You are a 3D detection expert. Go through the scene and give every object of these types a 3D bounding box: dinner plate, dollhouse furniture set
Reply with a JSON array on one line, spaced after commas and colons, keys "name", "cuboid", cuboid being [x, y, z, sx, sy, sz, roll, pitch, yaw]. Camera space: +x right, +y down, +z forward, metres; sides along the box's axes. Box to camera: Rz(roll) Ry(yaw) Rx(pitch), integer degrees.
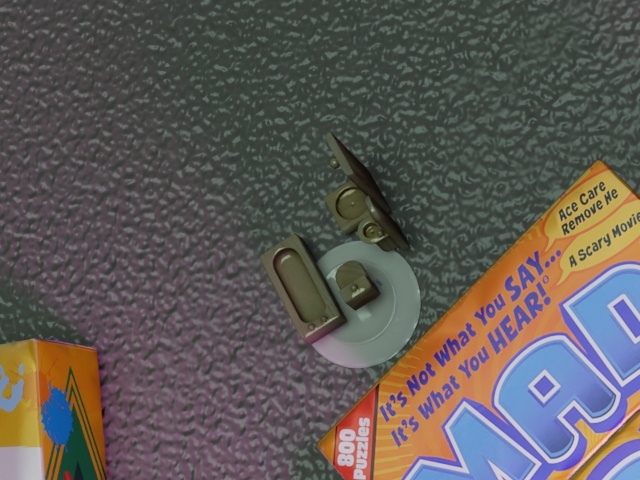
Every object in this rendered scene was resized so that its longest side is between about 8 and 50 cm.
[{"name": "dinner plate", "cuboid": [0.041, 0.069, 1.902, 0.141, 0.017, 0.141, -3, 80, 19]}, {"name": "dollhouse furniture set", "cuboid": [0.000, 0.000, 1.854, 0.151, 0.123, 0.144, -32, 63, 8]}]

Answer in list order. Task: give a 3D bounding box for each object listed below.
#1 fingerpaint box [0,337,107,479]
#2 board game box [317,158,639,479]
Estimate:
[{"name": "fingerpaint box", "cuboid": [-0.466, 0.324, 1.971, 0.445, 0.163, 0.371, -10, 79, 19]}, {"name": "board game box", "cuboid": [0.287, 0.200, 1.602, 0.356, 0.356, 0.356, -46, 70, 8]}]
